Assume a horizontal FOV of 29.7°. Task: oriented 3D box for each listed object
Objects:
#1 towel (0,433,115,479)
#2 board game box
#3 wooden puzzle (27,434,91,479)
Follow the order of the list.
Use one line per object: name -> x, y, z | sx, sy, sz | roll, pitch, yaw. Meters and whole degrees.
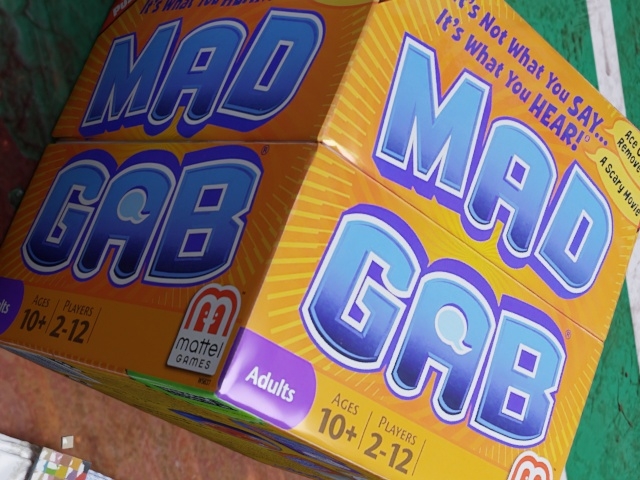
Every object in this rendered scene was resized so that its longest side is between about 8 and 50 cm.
towel -> -0.255, 0.282, 1.022 | 0.285, 0.034, 0.209 | 33, 74, -36
board game box -> 0.000, 0.000, 1.007 | 0.356, 0.357, 0.356 | 33, 72, -38
wooden puzzle -> -0.223, 0.204, 1.013 | 0.049, 0.006, 0.083 | 28, 77, -37
